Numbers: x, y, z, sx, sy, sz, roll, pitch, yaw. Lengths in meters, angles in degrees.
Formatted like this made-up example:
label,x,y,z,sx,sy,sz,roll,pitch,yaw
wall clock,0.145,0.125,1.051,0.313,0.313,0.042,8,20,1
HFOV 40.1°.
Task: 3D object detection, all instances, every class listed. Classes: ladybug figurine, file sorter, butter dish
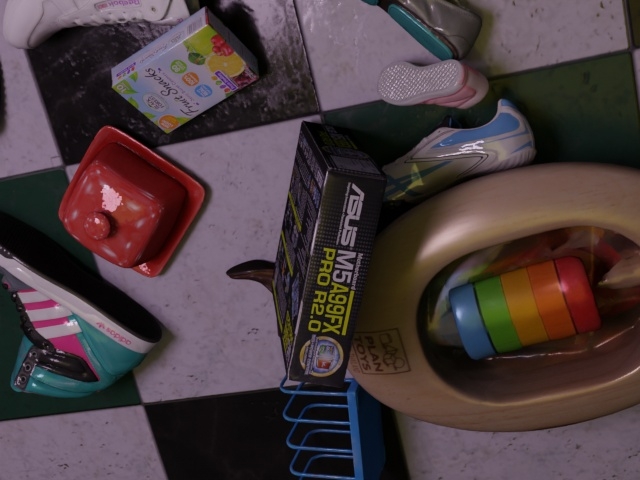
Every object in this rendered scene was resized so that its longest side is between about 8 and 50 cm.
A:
label,x,y,z,sx,sy,sz,roll,pitch,yaw
ladybug figurine,0.225,0.056,0.978,0.449,0.162,0.305,-13,110,15
file sorter,0.017,0.238,1.120,0.104,0.118,0.170,0,109,16
butter dish,-0.252,-0.034,1.082,0.160,0.118,0.160,34,112,-1

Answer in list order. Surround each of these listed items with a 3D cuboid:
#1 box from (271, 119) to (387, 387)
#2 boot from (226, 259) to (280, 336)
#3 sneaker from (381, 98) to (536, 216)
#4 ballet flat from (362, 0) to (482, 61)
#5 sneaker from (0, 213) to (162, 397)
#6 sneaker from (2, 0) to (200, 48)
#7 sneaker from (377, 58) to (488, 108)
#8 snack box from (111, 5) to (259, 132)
label,x,y,z,sx,sy,sz,roll,pitch,yaw
box,0.000,0.000,0.943,0.060,0.270,0.216,8,105,-9
boot,-0.061,0.081,1.125,0.106,0.037,0.114,-5,112,12
sneaker,0.128,-0.088,1.005,0.237,0.085,0.086,-21,76,23
ballet flat,0.082,-0.277,0.955,0.213,0.072,0.068,35,86,-2
sneaker,-0.377,0.105,1.164,0.295,0.124,0.178,37,104,-3
sneaker,-0.230,-0.283,0.988,0.305,0.114,0.152,-28,102,21
sneaker,0.128,-0.170,0.975,0.134,0.070,0.051,6,87,51
snack box,-0.156,-0.194,1.018,0.141,0.037,0.100,-27,139,20
